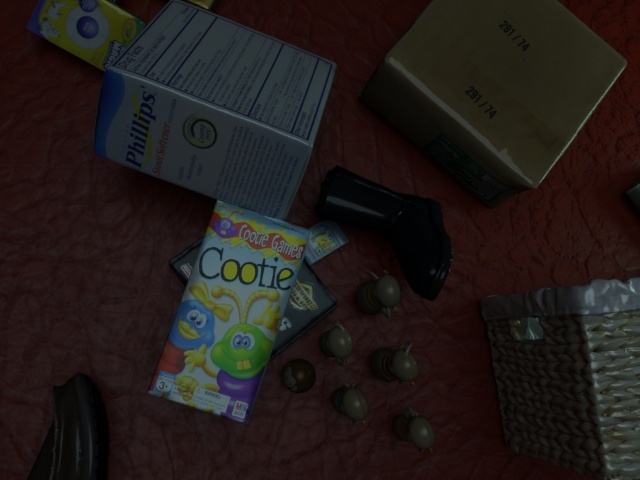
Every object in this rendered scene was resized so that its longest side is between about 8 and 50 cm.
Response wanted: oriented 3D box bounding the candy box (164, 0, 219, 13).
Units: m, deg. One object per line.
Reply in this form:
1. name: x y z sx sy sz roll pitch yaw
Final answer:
1. candy box: -0.201 -0.482 1.164 0.109 0.053 0.186 25 78 -5

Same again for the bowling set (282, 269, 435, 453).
1. bowling set: 0.051 0.207 1.035 0.200 0.154 0.287 -17 83 -13

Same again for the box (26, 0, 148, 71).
1. box: -0.359 -0.336 1.085 0.179 0.043 0.105 27 104 -18

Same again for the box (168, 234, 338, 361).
1. box: -0.106 0.071 1.084 0.175 0.051 0.220 -37 88 -13

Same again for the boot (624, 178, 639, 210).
1. boot: 0.621 -0.013 1.215 0.190 0.076 0.208 -39 96 -28

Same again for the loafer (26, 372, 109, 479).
1. loafer: -0.371 0.370 0.943 0.130 0.134 0.365 2 80 -10

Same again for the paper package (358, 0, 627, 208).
1. paper package: 0.284 -0.272 1.154 0.325 0.168 0.309 40 78 -2

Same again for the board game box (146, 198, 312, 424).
1. board game box: -0.128 0.102 0.975 0.142 0.144 0.275 19 79 -5

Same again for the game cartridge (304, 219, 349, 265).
1. game cartridge: 0.000 0.000 1.134 0.083 0.017 0.056 -32 83 -14

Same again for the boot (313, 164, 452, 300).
1. boot: 0.090 -0.018 1.064 0.207 0.094 0.246 17 34 -8

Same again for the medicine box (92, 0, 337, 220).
1. medicine box: -0.145 -0.201 1.013 0.289 0.149 0.263 20 39 -5

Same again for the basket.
1. basket: 0.460 0.189 1.024 0.331 0.328 0.266 -3 83 -11

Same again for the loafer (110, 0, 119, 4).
1. loafer: -0.352 -0.443 1.123 0.080 0.078 0.220 27 93 -17
